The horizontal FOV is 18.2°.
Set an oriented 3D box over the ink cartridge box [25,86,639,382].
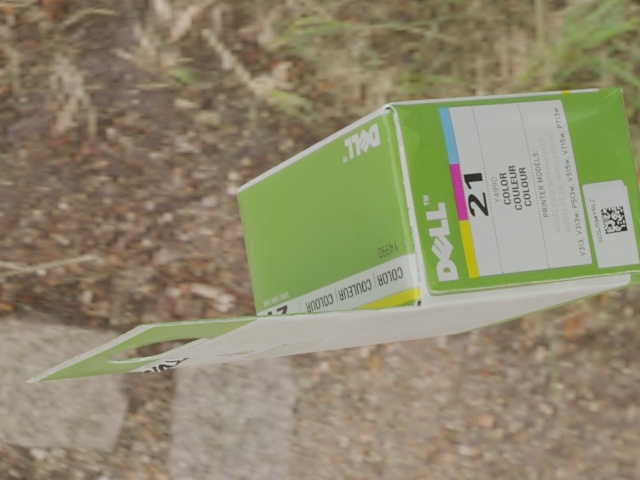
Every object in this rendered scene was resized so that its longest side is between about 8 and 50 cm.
[{"bbox_3d":[0.000,0.000,0.957,0.255,0.189,0.097,-5,82,-25],"label":"ink cartridge box"}]
